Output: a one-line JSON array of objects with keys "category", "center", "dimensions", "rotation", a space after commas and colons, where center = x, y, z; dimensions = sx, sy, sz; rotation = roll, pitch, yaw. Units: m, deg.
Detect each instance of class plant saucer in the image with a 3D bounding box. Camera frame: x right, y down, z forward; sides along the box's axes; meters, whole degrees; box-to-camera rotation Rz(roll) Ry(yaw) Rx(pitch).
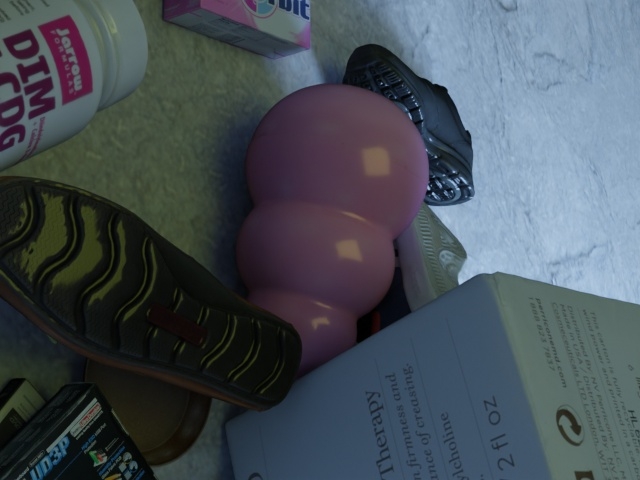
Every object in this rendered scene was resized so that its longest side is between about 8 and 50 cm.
[{"category": "plant saucer", "center": [-0.177, 0.144, 1.188], "dimensions": [0.168, 0.029, 0.168], "rotation": [10, 77, -49]}]

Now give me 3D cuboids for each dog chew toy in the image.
[{"category": "dog chew toy", "center": [0.000, 0.000, 1.300], "dimensions": [0.206, 0.206, 0.332], "rotation": [26, 72, -44]}]

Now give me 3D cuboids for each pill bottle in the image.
[{"category": "pill bottle", "center": [-0.290, -0.139, 1.004], "dimensions": [0.283, 0.160, 0.160], "rotation": [-36, 111, -46]}]

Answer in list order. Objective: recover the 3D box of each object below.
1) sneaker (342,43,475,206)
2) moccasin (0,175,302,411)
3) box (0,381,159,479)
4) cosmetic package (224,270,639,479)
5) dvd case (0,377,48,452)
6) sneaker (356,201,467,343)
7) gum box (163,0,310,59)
[{"category": "sneaker", "center": [0.118, -0.167, 1.547], "dimensions": [0.286, 0.109, 0.130], "rotation": [50, 42, -44]}, {"category": "moccasin", "center": [-0.178, 0.049, 1.093], "dimensions": [0.380, 0.147, 0.139], "rotation": [27, 77, -45]}, {"category": "box", "center": [-0.235, 0.260, 1.037], "dimensions": [0.220, 0.051, 0.175], "rotation": [-49, 119, -42]}, {"category": "cosmetic package", "center": [0.168, 0.275, 1.204], "dimensions": [0.327, 0.393, 0.329], "rotation": [12, 55, -42]}, {"category": "dvd case", "center": [-0.285, 0.268, 1.041], "dimensions": [0.179, 0.029, 0.239], "rotation": [57, 46, -26]}, {"category": "sneaker", "center": [0.093, 0.054, 1.437], "dimensions": [0.131, 0.148, 0.350], "rotation": [44, 19, -15]}, {"category": "gum box", "center": [-0.095, -0.284, 1.333], "dimensions": [0.188, 0.062, 0.107], "rotation": [11, 75, -48]}]
